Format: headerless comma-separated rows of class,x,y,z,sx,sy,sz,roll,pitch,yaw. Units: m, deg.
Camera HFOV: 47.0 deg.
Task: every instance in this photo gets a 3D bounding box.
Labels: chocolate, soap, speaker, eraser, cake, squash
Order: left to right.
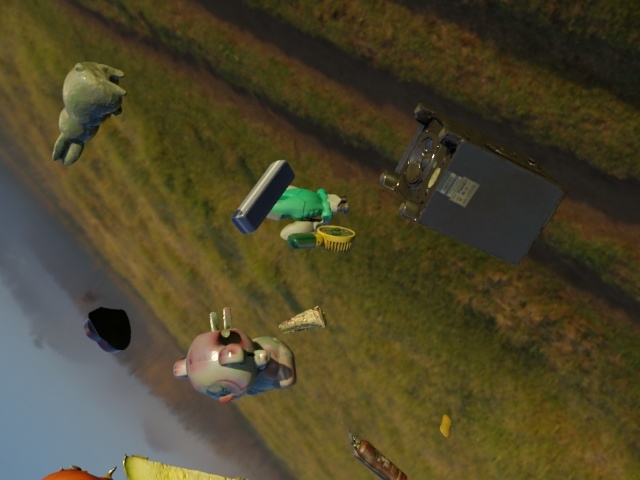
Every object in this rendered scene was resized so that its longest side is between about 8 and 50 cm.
chocolate,-0.618,0.251,2.116,0.080,0.125,0.148,-31,116,35
squash,-0.230,0.463,1.346,0.169,0.093,0.252,-13,141,24
eraser,-0.155,-0.120,2.032,0.036,0.225,0.082,22,159,36
cake,-0.050,0.231,2.114,0.140,0.055,0.051,-13,134,23
soap,0.317,0.467,1.854,0.034,0.012,0.089,50,-158,1
speaker,0.271,-0.111,1.359,0.253,0.184,0.232,22,-162,-17

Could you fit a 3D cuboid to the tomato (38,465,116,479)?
tomato,-0.517,0.604,1.557,0.256,0.255,0.225,60,-158,-46

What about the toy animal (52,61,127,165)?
toy animal,-0.535,-0.284,1.649,0.127,0.251,0.125,40,-152,-8

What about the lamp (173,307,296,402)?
lamp,-0.220,0.309,1.984,0.247,0.248,0.301,-17,161,38

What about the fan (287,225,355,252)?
fan,0.000,0.000,1.530,0.082,0.155,0.039,32,119,53

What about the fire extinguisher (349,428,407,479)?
fire extinguisher,0.115,0.464,1.544,0.158,0.043,0.064,43,-159,-16

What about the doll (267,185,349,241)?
doll,-0.050,-0.083,2.297,0.258,0.195,0.153,18,137,1
